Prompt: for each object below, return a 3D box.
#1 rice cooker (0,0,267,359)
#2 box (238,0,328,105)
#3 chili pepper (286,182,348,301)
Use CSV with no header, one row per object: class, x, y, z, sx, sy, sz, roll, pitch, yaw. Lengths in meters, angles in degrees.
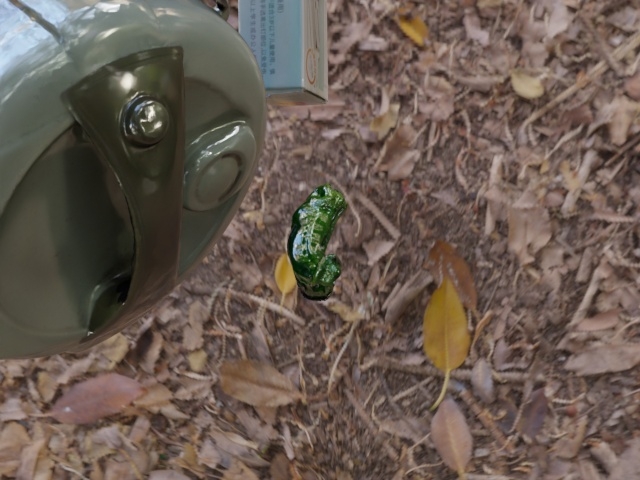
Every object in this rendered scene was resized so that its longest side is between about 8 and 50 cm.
rice cooker,-0.230,-0.086,0.696,0.325,0.335,0.335,39,77,23
box,-0.043,-0.295,1.022,0.079,0.135,0.270,-1,91,13
chili pepper,-0.006,0.006,0.573,0.035,0.118,0.055,22,115,-8
